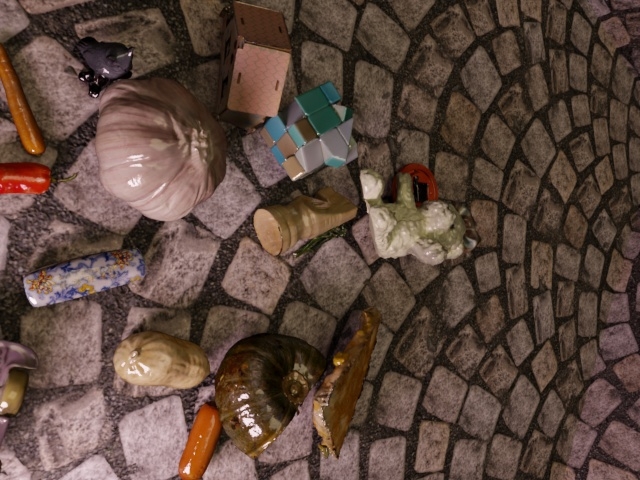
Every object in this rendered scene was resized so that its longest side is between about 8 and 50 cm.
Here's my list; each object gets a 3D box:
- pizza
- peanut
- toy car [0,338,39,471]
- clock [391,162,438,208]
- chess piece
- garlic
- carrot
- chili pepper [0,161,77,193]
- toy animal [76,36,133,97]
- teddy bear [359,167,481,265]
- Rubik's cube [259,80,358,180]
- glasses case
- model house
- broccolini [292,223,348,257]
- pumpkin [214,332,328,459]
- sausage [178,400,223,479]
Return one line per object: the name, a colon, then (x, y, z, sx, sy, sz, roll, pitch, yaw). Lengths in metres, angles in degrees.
pizza: (0.064, 0.439, 1.412, 0.435, 0.080, 0.391, -41, 143, -55)
peanut: (-0.365, 0.282, 1.168, 0.225, 0.129, 0.129, 18, 79, -35)
toy car: (-0.703, 0.353, 0.909, 0.242, 0.226, 0.335, 21, 51, -32)
clock: (0.326, -0.162, 1.693, 0.205, 0.051, 0.205, 0, 91, -34)
chess piece: (-0.032, -0.067, 1.402, 0.301, 0.137, 0.137, -22, 102, -35)
garlic: (-0.346, -0.202, 1.096, 0.318, 0.260, 0.317, -8, 99, -60)
carrot: (-0.636, -0.295, 1.042, 0.043, 0.043, 0.247, -22, 100, -33)
chili pepper: (-0.647, -0.124, 1.022, 0.273, 0.063, 0.071, -10, 83, -31)
toy animal: (-0.453, -0.401, 1.063, 0.121, 0.210, 0.117, -38, 108, -29)
teddy bear: (0.324, -0.080, 1.509, 0.363, 0.375, 0.327, -13, 58, 3)
Rubik's cube: (-0.012, -0.283, 1.367, 0.265, 0.224, 0.212, -35, 93, -27)
glasses case: (-0.516, 0.076, 1.103, 0.248, 0.065, 0.086, -17, 97, -32)
model house: (-0.160, -0.453, 1.240, 0.169, 0.244, 0.325, 6, 86, -22)
broccolini: (0.005, -0.002, 1.466, 0.201, 0.058, 0.073, -39, 104, -29)
pumpkin: (-0.153, 0.363, 1.275, 0.232, 0.242, 0.325, 42, 37, 5)
sausage: (-0.295, 0.504, 1.245, 0.076, 0.076, 0.197, 27, 75, -31)
